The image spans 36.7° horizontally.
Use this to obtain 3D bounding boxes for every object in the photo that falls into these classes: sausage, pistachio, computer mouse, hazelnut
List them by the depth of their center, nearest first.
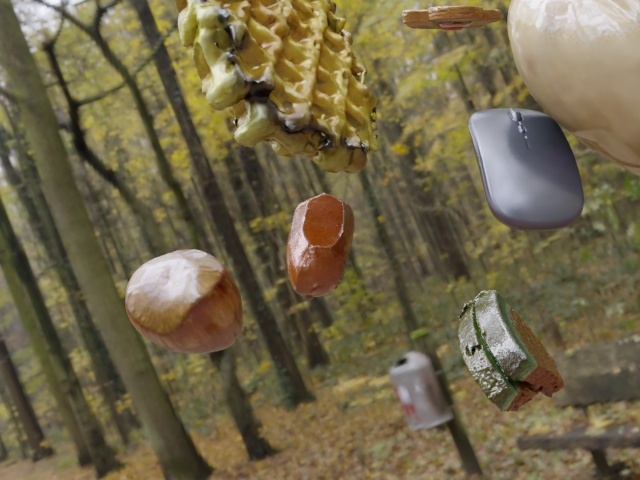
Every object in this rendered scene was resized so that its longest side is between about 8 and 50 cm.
[{"bbox_3d":[0.252,-0.099,1.199,0.120,0.232,0.057,1,-47,-2],"label":"computer mouse"},{"bbox_3d":[0.369,-0.217,1.202,0.230,0.309,0.230,-47,7,8],"label":"pistachio"},{"bbox_3d":[0.000,0.000,1.251,0.089,0.089,0.179,-24,33,24],"label":"sausage"},{"bbox_3d":[-0.176,0.090,1.269,0.150,0.150,0.150,-22,-4,-2],"label":"hazelnut"}]

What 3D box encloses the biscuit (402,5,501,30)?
[{"bbox_3d":[0.219,-0.372,1.633,0.165,0.036,0.250,-1,10,0],"label":"biscuit"}]

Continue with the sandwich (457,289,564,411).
[{"bbox_3d":[0.367,0.219,1.856,0.109,0.212,0.292,-50,5,21],"label":"sandwich"}]

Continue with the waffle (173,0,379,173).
[{"bbox_3d":[-0.056,-0.260,1.213,0.095,0.382,0.379,-27,-19,28],"label":"waffle"}]
